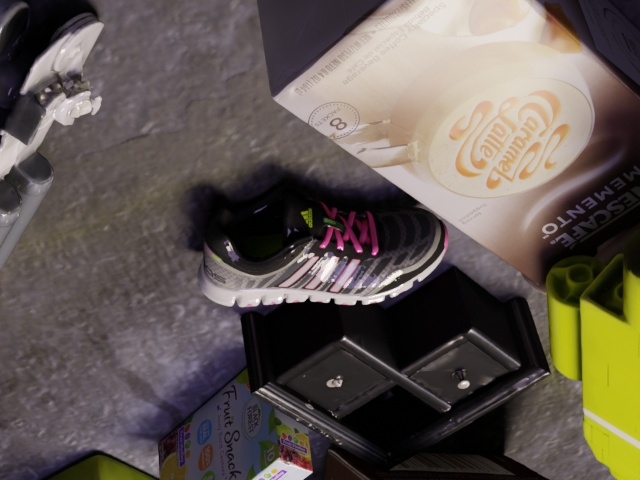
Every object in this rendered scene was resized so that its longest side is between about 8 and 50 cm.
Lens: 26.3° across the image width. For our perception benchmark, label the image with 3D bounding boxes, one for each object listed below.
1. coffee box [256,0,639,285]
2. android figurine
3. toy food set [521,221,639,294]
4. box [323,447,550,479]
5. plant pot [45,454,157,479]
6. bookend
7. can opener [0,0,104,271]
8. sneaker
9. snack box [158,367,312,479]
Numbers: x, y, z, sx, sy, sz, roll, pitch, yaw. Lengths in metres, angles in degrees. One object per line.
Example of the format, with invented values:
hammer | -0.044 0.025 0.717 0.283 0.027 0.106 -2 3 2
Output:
coffee box | 0.099 -0.093 0.792 0.141 0.098 0.246 -36 132 27
android figurine | 0.237 0.106 0.812 0.056 0.248 0.273 -45 144 -21
toy food set | 0.314 -0.029 0.932 0.219 0.092 0.306 19 138 -30
box | 0.096 0.282 1.086 0.168 0.167 0.203 4 93 -18
plant pot | -0.180 0.345 1.129 0.227 0.207 0.228 -33 134 22
bookend | 0.054 0.077 0.987 0.157 0.072 0.156 -34 133 22
can opener | -0.207 -0.038 0.822 0.093 0.074 0.280 35 127 3
sneaker | 0.000 0.000 0.898 0.170 0.063 0.075 -6 144 1
snack box | -0.068 0.164 1.033 0.037 0.100 0.141 27 127 -33
